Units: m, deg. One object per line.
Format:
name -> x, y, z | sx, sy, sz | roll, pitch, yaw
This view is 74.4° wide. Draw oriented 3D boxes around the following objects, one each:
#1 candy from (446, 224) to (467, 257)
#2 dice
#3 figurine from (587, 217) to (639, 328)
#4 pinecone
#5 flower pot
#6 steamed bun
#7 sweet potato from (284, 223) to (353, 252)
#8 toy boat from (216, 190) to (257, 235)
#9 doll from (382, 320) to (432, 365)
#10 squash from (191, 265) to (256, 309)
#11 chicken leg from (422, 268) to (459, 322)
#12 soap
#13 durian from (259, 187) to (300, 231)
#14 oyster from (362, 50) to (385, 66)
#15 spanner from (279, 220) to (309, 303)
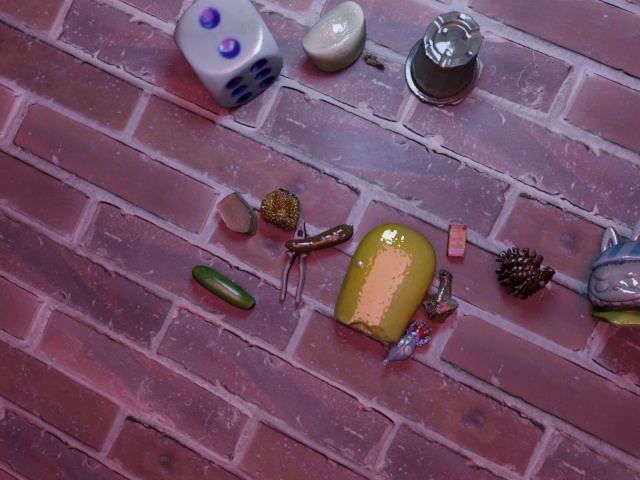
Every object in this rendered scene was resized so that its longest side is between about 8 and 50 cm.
candy -> 0.512, 0.001, 1.588 | 0.062, 0.038, 0.121 | 6, 90, 7
dice -> -0.340, -0.712, 1.583 | 0.304, 0.277, 0.304 | -33, 87, 2
figurine -> 1.111, 0.112, 1.410 | 0.362, 0.266, 0.376 | 6, 90, 1
pinecone -> 0.718, 0.113, 1.506 | 0.179, 0.150, 0.195 | -42, 85, 5
flower pot -> 0.450, -0.658, 1.494 | 0.291, 0.259, 0.289 | 0, 88, 8
steamed bun -> 0.065, -0.744, 1.569 | 0.250, 0.200, 0.154 | -38, 86, 8
sweet potato -> 0.000, 0.000, 1.614 | 0.274, 0.075, 0.075 | -16, 87, -5
toy boat -> -0.326, -0.097, 1.677 | 0.116, 0.061, 0.188 | -37, 86, 5
doll -> 0.322, 0.394, 1.591 | 0.228, 0.075, 0.102 | -37, 68, -6
squash -> -0.387, 0.186, 1.670 | 0.293, 0.082, 0.082 | 31, 93, 6
chicken leg -> 0.458, 0.214, 1.571 | 0.125, 0.080, 0.196 | 33, 83, -7
soap -> 0.247, 0.147, 1.580 | 0.306, 0.115, 0.426 | 26, 92, 10
durian -> -0.156, -0.120, 1.625 | 0.158, 0.137, 0.167 | 6, 99, -14
oyster -> 0.203, -0.690, 1.621 | 0.038, 0.081, 0.083 | -53, 49, 25
spanner -> -0.098, 0.084, 1.659 | 0.096, 0.040, 0.324 | 10, 92, 6
